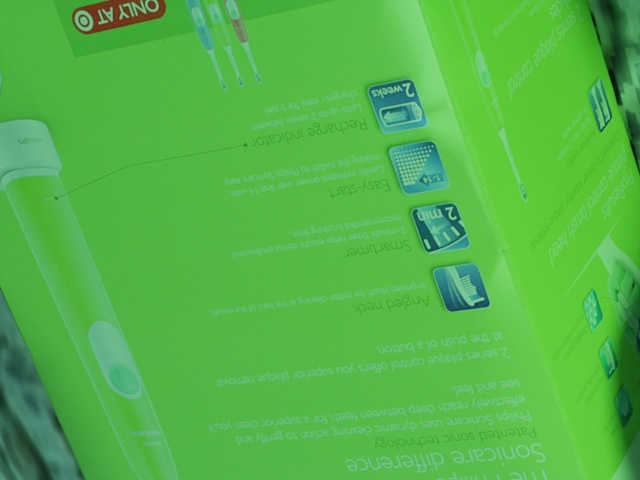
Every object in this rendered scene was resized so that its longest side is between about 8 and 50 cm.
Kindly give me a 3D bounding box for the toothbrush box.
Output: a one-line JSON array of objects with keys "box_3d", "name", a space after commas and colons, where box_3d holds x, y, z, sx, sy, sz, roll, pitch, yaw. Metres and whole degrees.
[{"box_3d": [0.000, 0.000, 0.696, 0.206, 0.122, 0.283, -9, 111, 32], "name": "toothbrush box"}]
